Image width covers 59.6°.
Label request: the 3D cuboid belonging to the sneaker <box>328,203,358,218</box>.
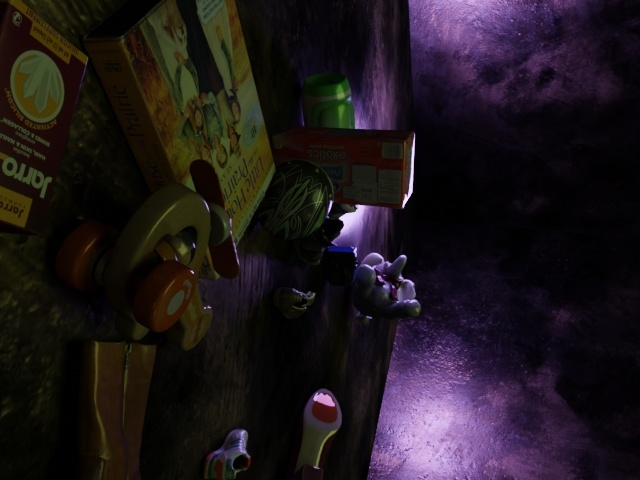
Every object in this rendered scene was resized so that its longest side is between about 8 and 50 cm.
[{"bbox_3d":[0.043,-0.126,1.639,0.100,0.108,0.271,58,11,-11],"label":"sneaker"}]

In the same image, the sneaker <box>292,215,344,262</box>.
[{"bbox_3d":[0.000,0.000,1.450,0.227,0.130,0.087,72,30,-58],"label":"sneaker"}]

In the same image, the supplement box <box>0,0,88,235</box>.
[{"bbox_3d":[-0.294,-0.108,0.503,0.104,0.081,0.188,42,55,-70],"label":"supplement box"}]

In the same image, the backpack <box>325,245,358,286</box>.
[{"bbox_3d":[0.072,0.081,1.770,0.101,0.098,0.120,-48,139,-70],"label":"backpack"}]

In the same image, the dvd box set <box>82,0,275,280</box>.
[{"bbox_3d":[-0.184,-0.187,0.884,0.420,0.062,0.307,79,24,-43],"label":"dvd box set"}]

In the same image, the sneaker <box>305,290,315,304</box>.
[{"bbox_3d":[-0.032,0.165,1.559,0.083,0.031,0.035,-18,113,-72],"label":"sneaker"}]

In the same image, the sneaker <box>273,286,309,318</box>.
[{"bbox_3d":[-0.058,0.163,1.400,0.188,0.071,0.066,44,53,-69],"label":"sneaker"}]

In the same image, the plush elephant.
[{"bbox_3d":[0.248,0.166,2.124,0.255,0.272,0.330,-57,180,-32],"label":"plush elephant"}]

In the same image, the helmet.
[{"bbox_3d":[-0.055,-0.083,1.163,0.161,0.169,0.169,-135,-131,-86],"label":"helmet"}]

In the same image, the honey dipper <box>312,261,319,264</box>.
[{"bbox_3d":[0.000,0.005,1.625,0.030,0.030,0.160,79,21,-43],"label":"honey dipper"}]

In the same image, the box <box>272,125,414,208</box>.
[{"bbox_3d":[0.055,-0.171,1.272,0.142,0.300,0.154,-47,139,-64],"label":"box"}]

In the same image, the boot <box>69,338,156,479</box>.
[{"bbox_3d":[-0.275,0.260,0.663,0.264,0.096,0.280,25,70,-72],"label":"boot"}]

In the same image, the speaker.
[{"bbox_3d":[0.024,-0.271,1.444,0.131,0.131,0.296,-62,153,-52],"label":"speaker"}]

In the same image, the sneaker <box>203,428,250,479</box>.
[{"bbox_3d":[-0.167,0.430,1.112,0.161,0.075,0.057,-16,111,-72],"label":"sneaker"}]

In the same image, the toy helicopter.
[{"bbox_3d":[-0.196,0.047,0.788,0.235,0.140,0.355,-58,166,-29],"label":"toy helicopter"}]

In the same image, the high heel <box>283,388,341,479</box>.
[{"bbox_3d":[-0.041,0.608,1.623,0.181,0.127,0.377,-61,-177,33],"label":"high heel"}]
